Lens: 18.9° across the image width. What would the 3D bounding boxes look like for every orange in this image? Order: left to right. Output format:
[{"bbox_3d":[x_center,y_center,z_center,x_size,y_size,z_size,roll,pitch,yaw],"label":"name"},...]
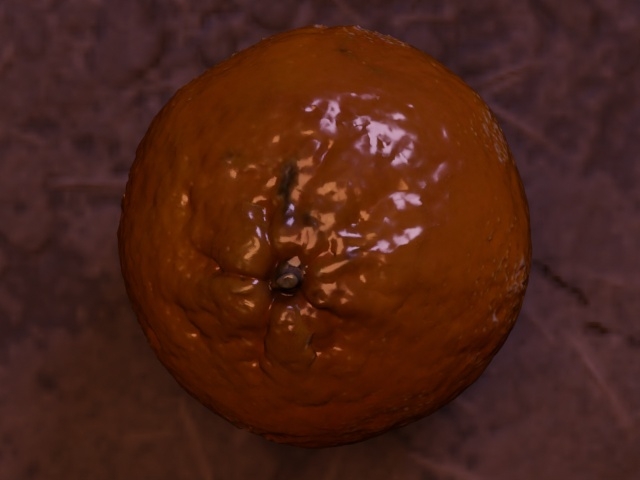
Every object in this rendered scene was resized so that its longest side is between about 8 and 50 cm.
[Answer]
[{"bbox_3d":[0.001,-0.002,0.611,0.135,0.117,0.136,0,86,-3],"label":"orange"}]
